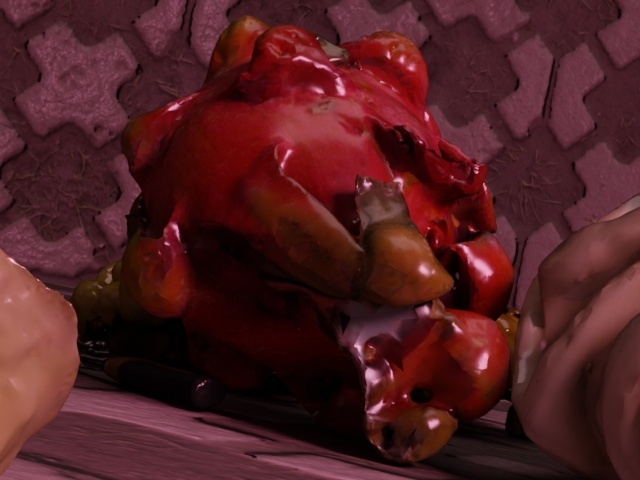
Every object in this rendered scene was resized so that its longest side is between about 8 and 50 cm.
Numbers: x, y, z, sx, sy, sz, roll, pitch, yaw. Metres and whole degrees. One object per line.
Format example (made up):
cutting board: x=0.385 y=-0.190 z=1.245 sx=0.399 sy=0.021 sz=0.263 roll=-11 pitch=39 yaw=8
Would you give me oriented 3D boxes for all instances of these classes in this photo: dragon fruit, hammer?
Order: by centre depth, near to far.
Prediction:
dragon fruit: x=0.009 y=-0.006 z=1.000 sx=0.307 sy=0.227 sz=0.243 roll=25 pitch=32 yaw=25
hammer: x=-0.128 y=0.081 z=1.036 sx=0.078 sy=0.021 sz=0.201 roll=12 pitch=-3 yaw=-37

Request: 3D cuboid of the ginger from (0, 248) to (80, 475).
ginger: x=-0.161 y=0.022 z=0.381 sx=0.193 sy=0.115 sz=0.122 roll=24 pitch=-24 yaw=-28

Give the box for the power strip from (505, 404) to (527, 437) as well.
power strip: x=0.213 y=0.152 z=1.315 sx=0.076 sy=0.028 sz=0.169 roll=11 pitch=-1 yaw=36

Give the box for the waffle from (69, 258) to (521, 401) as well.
waffle: x=-0.006 y=0.070 z=1.317 sx=0.382 sy=0.095 sz=0.379 roll=10 pitch=-6 yaw=-14

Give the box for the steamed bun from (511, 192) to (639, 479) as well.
steamed bun: x=0.293 y=0.048 z=0.902 sx=0.339 sy=0.247 sz=0.352 roll=14 pitch=-3 yaw=22
